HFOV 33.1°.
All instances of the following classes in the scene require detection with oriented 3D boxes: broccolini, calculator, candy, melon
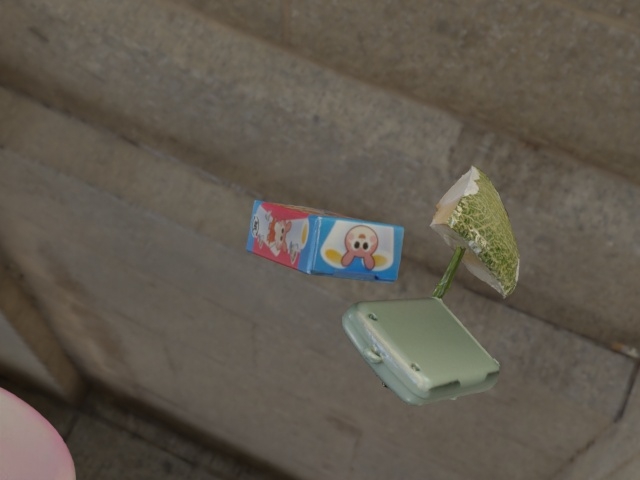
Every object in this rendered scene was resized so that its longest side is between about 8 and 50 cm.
[{"bbox_3d":[0.133,0.101,1.425,0.044,0.218,0.042,14,-166,-38],"label":"broccolini"},{"bbox_3d":[0.120,0.124,1.246,0.141,0.045,0.246,49,-156,24],"label":"calculator"},{"bbox_3d":[0.000,-0.001,1.802,0.157,0.100,0.306,8,-176,-23],"label":"candy"},{"bbox_3d":[0.211,-0.012,1.535,0.093,0.202,0.139,-26,163,26],"label":"melon"}]

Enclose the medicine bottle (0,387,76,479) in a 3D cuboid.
[{"bbox_3d":[-0.391,0.304,1.002,0.212,0.325,0.212,29,-164,-9],"label":"medicine bottle"}]
